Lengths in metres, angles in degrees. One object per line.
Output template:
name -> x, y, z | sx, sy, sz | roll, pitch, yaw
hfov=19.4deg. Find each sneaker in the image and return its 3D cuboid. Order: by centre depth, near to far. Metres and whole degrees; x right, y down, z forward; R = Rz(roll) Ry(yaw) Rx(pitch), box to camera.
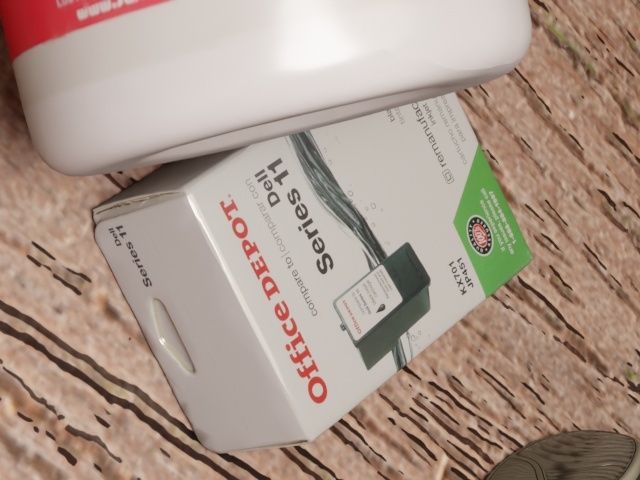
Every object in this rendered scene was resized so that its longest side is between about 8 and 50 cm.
sneaker -> 0.132, 0.208, 1.116 | 0.222, 0.083, 0.118 | -40, 127, -46

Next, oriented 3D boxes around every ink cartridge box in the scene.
ink cartridge box -> 0.000, 0.000, 1.017 | 0.208, 0.087, 0.153 | -37, 105, -39

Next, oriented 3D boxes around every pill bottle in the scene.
pill bottle -> -0.059, -0.248, 0.823 | 0.229, 0.229, 0.408 | -14, 91, -43
